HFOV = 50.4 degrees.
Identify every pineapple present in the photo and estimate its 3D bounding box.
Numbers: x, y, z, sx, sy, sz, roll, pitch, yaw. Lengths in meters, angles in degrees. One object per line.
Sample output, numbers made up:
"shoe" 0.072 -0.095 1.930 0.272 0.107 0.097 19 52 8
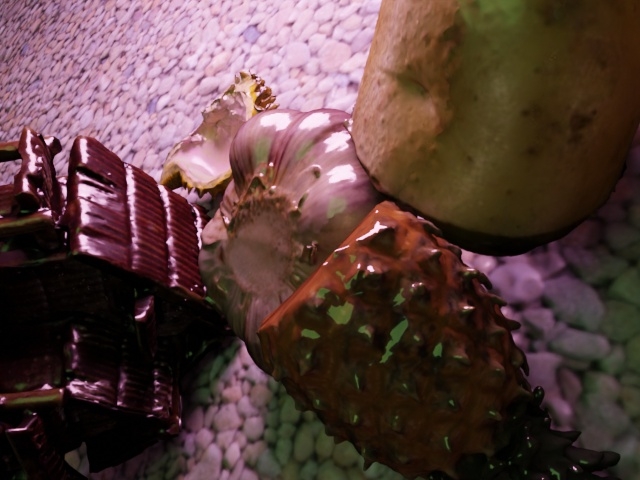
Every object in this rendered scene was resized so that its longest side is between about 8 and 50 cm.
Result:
"pineapple" 0.098 0.108 0.439 0.279 0.158 0.158 42 97 2

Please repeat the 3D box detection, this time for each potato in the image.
"potato" 0.139 -0.158 0.494 0.243 0.242 0.285 -3 38 38

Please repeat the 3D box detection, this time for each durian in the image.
"durian" -0.118 -0.103 0.829 0.224 0.078 0.140 -26 64 39

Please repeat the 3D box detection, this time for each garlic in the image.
"garlic" 0.000 0.000 0.618 0.245 0.161 0.244 7 99 44

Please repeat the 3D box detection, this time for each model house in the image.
"model house" -0.224 0.075 0.699 0.283 0.297 0.317 -3 46 -12
